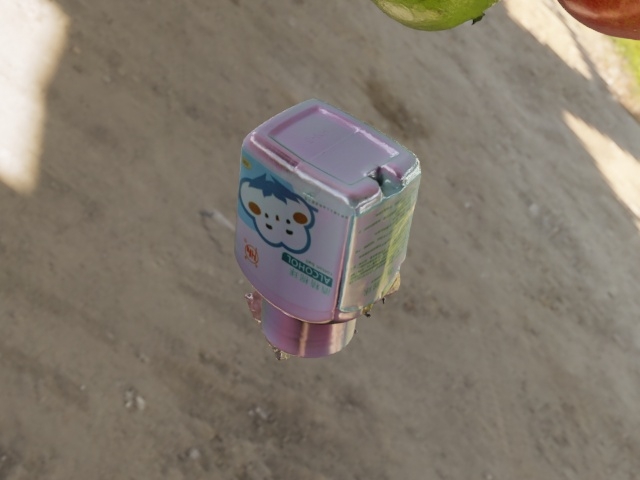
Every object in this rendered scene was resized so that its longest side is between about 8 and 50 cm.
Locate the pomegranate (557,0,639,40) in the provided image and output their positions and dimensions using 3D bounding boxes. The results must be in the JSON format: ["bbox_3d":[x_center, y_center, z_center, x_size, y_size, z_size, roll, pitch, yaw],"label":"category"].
[{"bbox_3d":[0.349,-0.308,1.202,0.221,0.257,0.221,-18,110,-62],"label":"pomegranate"}]

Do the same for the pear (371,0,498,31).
[{"bbox_3d":[0.078,-0.356,1.324,0.239,0.139,0.288,47,1,-27],"label":"pear"}]

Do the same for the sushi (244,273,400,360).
[{"bbox_3d":[0.016,0.049,1.325,0.107,0.161,0.241,62,15,11],"label":"sushi"}]

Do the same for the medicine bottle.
[{"bbox_3d":[0.000,0.000,0.921,0.119,0.188,0.094,33,47,26],"label":"medicine bottle"}]
